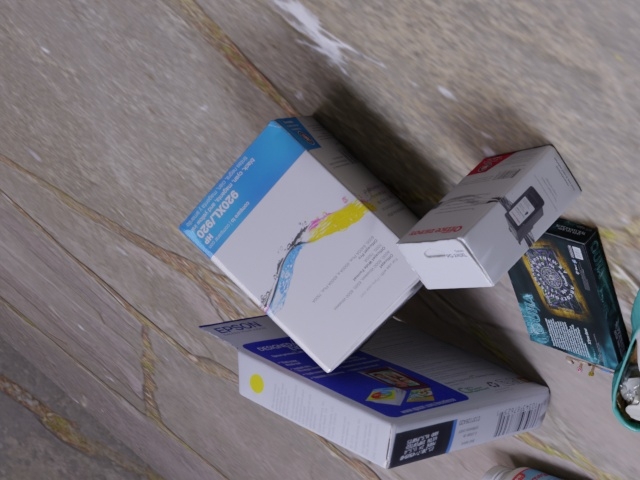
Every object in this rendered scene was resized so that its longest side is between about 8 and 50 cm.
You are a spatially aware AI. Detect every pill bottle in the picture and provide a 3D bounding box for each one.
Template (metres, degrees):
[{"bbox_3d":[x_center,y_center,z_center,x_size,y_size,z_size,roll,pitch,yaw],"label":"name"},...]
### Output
[{"bbox_3d":[0.282,0.341,1.736,0.160,0.087,0.087,13,139,47],"label":"pill bottle"}]

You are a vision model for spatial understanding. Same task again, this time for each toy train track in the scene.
[{"bbox_3d":[0.307,0.146,1.484,0.083,0.014,0.048,19,179,24],"label":"toy train track"}]

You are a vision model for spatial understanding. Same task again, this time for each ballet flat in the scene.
[{"bbox_3d":[0.337,0.118,1.329,0.083,0.087,0.247,10,146,8],"label":"ballet flat"}]

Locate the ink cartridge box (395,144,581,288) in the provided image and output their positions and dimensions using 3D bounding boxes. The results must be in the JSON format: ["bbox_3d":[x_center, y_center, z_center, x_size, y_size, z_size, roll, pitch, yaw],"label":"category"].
[{"bbox_3d":[0.164,-0.020,1.327,0.063,0.150,0.109,55,153,-16],"label":"ink cartridge box"}]

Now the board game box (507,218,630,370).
[{"bbox_3d":[0.255,0.051,1.435,0.126,0.026,0.186,19,143,43],"label":"board game box"}]

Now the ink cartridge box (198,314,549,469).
[{"bbox_3d":[0.061,0.163,1.604,0.307,0.304,0.072,20,107,39],"label":"ink cartridge box"}]

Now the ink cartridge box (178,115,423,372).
[{"bbox_3d":[0.000,0.000,1.508,0.233,0.168,0.171,44,-166,6],"label":"ink cartridge box"}]
